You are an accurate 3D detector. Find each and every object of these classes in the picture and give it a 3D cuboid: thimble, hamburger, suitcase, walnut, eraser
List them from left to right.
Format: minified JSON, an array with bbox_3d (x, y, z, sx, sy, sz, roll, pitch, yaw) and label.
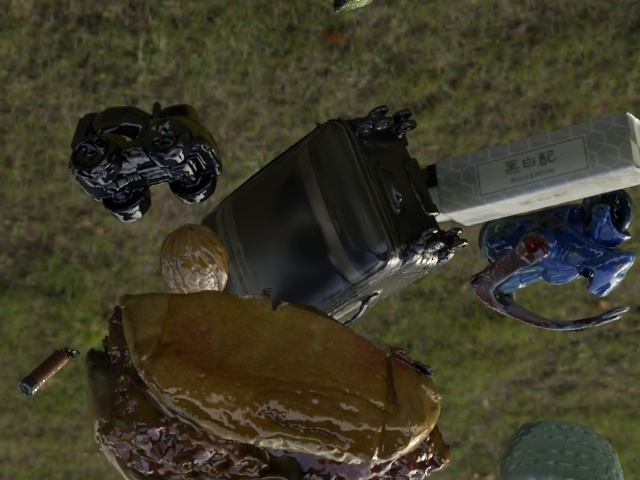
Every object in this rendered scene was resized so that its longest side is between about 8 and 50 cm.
[{"bbox_3d":[-0.184,0.035,1.563,0.105,0.105,0.124,-6,123,5],"label":"walnut"},{"bbox_3d":[-0.060,0.145,0.906,0.245,0.282,0.155,-27,147,-41],"label":"hamburger"},{"bbox_3d":[0.000,0.000,1.706,0.194,0.283,0.434,-2,155,-47],"label":"suitcase"},{"bbox_3d":[0.314,-0.103,1.700,0.404,0.098,0.096,-14,161,30],"label":"eraser"},{"bbox_3d":[0.457,0.462,2.000,0.250,0.172,0.205,26,132,-4],"label":"thimble"}]

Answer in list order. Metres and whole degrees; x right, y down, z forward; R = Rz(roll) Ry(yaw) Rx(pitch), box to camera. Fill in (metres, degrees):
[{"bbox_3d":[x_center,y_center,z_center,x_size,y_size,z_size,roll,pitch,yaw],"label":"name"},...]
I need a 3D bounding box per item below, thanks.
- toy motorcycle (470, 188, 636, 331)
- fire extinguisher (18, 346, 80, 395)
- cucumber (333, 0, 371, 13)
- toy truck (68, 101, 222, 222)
[{"bbox_3d":[0.448,0.040,1.971,0.319,0.182,0.241,-15,111,38],"label":"toy motorcycle"},{"bbox_3d":[-0.318,0.152,1.260,0.028,0.083,0.022,29,131,13],"label":"fire extinguisher"},{"bbox_3d":[0.039,-0.476,1.706,0.077,0.265,0.077,-8,159,-3],"label":"cucumber"},{"bbox_3d":[-0.262,-0.140,1.598,0.224,0.165,0.147,-12,147,12],"label":"toy truck"}]
